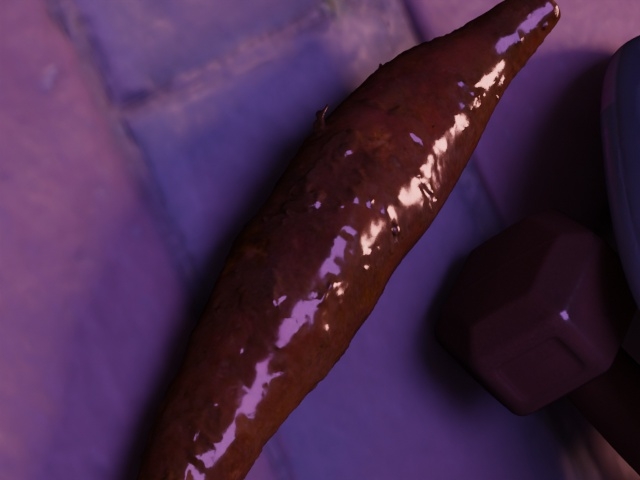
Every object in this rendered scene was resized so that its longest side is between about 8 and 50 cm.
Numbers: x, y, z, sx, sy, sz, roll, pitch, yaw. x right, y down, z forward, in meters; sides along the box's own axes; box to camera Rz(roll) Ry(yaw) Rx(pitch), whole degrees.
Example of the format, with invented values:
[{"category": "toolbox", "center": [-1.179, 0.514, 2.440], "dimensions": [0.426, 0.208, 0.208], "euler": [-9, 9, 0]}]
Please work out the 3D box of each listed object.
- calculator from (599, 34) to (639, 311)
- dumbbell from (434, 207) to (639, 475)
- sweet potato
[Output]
[{"category": "calculator", "center": [0.193, 0.015, 0.818], "dimensions": [0.185, 0.041, 0.299], "euler": [43, 29, -27]}, {"category": "dumbbell", "center": [0.151, 0.087, 0.816], "dimensions": [0.231, 0.092, 0.082], "euler": [46, 28, -23]}, {"category": "sweet potato", "center": [0.000, 0.000, 0.725], "dimensions": [0.072, 0.066, 0.314], "euler": [46, 58, -14]}]
